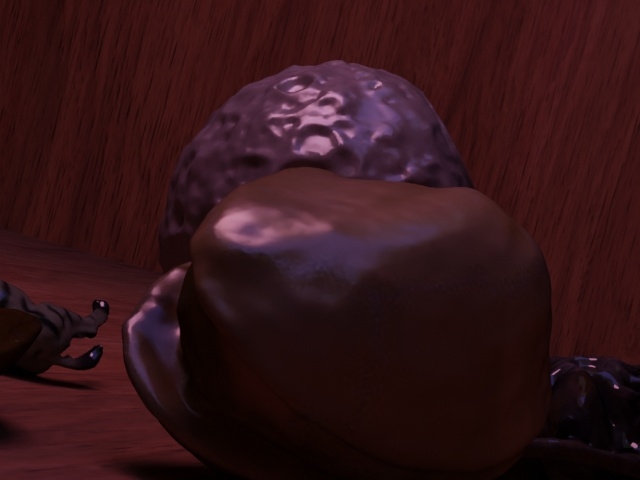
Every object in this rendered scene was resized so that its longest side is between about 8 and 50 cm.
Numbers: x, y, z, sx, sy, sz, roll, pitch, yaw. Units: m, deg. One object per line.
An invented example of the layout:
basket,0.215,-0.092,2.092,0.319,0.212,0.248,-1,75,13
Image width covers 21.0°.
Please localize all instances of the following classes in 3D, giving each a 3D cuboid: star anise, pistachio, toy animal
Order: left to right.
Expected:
toy animal,-0.272,0.059,1.343,0.217,0.073,0.176,21,14,-10
pistachio,0.022,0.066,1.135,0.321,0.229,0.238,3,42,-44
star anise,0.205,0.167,1.449,0.359,0.139,0.316,-1,-4,-12

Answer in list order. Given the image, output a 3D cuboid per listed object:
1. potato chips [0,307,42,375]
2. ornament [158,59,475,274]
potato chips,-0.268,0.067,1.057,0.195,0.062,0.208,9,4,-20
ornament,0.000,0.000,1.677,0.337,0.337,0.337,15,1,0
